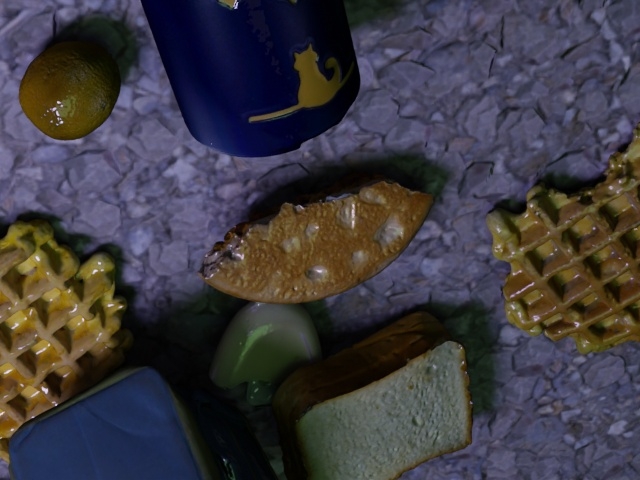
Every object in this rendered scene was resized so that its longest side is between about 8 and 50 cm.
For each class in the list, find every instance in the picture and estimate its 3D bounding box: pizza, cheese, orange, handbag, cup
[{"bbox_3d":[-0.001,-0.002,1.472,0.246,0.058,0.127,-29,120,-11],"label":"pizza"},{"bbox_3d":[-0.045,0.076,1.544,0.127,0.049,0.235,0,118,-20],"label":"cheese"},{"bbox_3d":[-0.222,-0.135,1.338,0.095,0.085,0.085,-40,124,5],"label":"orange"},{"bbox_3d":[-0.154,0.269,1.493,0.222,0.263,0.241,-33,159,9],"label":"handbag"},{"bbox_3d":[-0.028,-0.224,1.257,0.255,0.178,0.256,-16,129,2],"label":"cup"}]

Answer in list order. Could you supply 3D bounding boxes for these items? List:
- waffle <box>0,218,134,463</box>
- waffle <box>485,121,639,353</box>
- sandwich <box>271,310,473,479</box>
[{"bbox_3d":[-0.338,0.110,1.503,0.329,0.062,0.329,-5,127,-7],"label":"waffle"},{"bbox_3d":[0.328,0.000,1.563,0.301,0.058,0.281,-14,126,-1],"label":"waffle"},{"bbox_3d":[0.058,0.188,1.595,0.215,0.065,0.186,-27,129,-18],"label":"sandwich"}]
